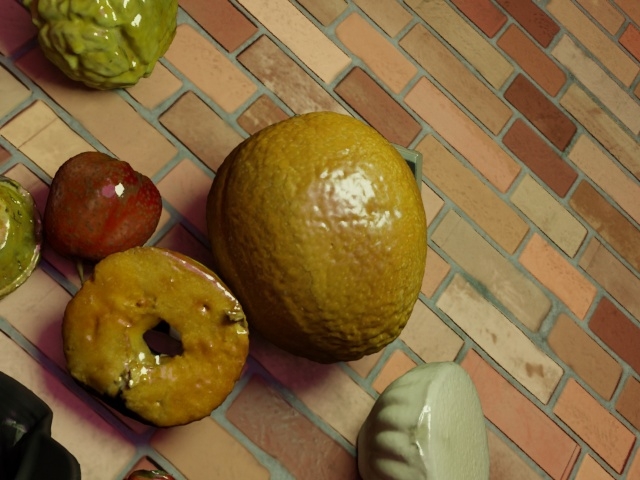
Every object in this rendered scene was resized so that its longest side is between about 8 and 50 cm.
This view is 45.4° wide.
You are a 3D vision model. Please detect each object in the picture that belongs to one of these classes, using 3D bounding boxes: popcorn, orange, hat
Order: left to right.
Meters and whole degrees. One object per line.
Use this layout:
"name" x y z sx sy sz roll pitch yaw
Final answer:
"hat" -0.414 0.299 0.866 0.238 0.336 0.209 5 106 -40
"popcorn" -0.340 -0.360 1.185 0.225 0.249 0.249 5 65 9
"orange" 0.000 0.000 1.123 0.322 0.322 0.357 -18 89 -29

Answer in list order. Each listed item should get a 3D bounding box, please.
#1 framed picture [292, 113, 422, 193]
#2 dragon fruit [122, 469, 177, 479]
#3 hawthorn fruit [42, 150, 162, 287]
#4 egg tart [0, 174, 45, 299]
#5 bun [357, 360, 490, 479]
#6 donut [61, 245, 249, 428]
"framed picture" 0.063 -0.110 1.371 0.265 0.018 0.192 14 64 -19
"dragon fruit" -0.234 0.398 0.924 0.193 0.192 0.274 42 40 -13
"hawthorn fruit" -0.324 -0.020 1.092 0.162 0.162 0.203 31 72 -10
"egg tart" -0.485 -0.011 1.045 0.212 0.090 0.213 8 66 -18
"bun" 0.139 0.318 1.162 0.263 0.175 0.263 25 61 -57
"donut" -0.220 0.128 1.046 0.253 0.118 0.254 -1 99 -6
